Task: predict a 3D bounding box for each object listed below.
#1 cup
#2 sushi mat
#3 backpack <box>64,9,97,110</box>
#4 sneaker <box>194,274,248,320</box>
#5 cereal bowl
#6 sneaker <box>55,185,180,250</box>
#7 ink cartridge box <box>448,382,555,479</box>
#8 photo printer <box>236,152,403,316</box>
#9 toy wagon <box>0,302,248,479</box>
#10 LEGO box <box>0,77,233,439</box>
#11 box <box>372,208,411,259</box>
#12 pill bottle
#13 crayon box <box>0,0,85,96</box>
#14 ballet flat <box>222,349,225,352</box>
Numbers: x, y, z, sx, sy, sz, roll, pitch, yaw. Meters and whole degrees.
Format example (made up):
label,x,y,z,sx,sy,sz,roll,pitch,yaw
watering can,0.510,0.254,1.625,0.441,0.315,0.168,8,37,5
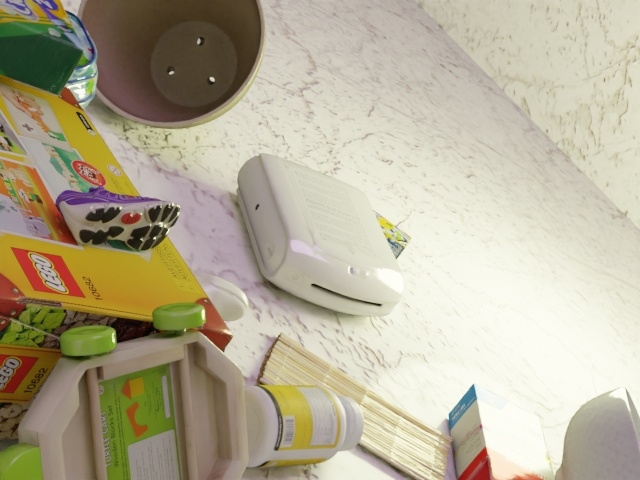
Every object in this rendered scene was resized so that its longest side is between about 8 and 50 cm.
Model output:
label,x,y,z,sx,sy,sz,roll,pitch,yaw
cup,-0.247,-0.345,2.096,0.331,0.331,0.237,38,-1,8
sushi mat,0.054,0.249,1.704,0.316,0.019,0.151,32,26,-5
backpack,-0.500,-0.252,1.683,0.355,0.273,0.290,32,15,-41
sneaker,-0.200,0.094,1.618,0.212,0.080,0.094,15,42,-24
cereal bowl,0.433,0.393,1.687,0.339,0.141,0.339,-19,90,-74
sneaker,-0.228,-0.036,1.327,0.071,0.068,0.170,44,19,30
ink cartridge box,0.275,0.334,1.753,0.134,0.078,0.231,29,25,-14
photo printer,0.000,0.000,1.974,0.256,0.107,0.307,19,30,-30
toy wagon,-0.212,0.215,1.179,0.068,0.267,0.344,3,10,43
LEGO box,-0.390,-0.012,1.370,0.372,0.193,0.500,14,31,-50
box,0.085,-0.026,2.190,0.169,0.054,0.059,37,25,3
pill bottle,-0.032,0.240,1.512,0.184,0.103,0.103,8,36,-45
crayon box,-0.472,-0.312,1.450,0.323,0.083,0.203,16,30,-40
ballet flat,-0.159,0.177,1.554,0.173,0.049,0.057,-86,153,-58
